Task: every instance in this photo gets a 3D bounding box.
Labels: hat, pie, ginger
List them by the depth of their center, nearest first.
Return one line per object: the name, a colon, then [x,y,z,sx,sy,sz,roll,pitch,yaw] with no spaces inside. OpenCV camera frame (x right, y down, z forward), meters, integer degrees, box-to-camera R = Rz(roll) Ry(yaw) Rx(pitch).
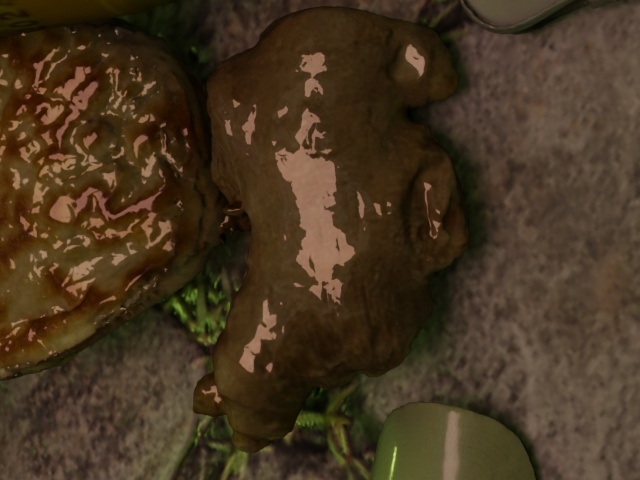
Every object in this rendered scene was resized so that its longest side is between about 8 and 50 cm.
hat: [0.057,0.159,0.864,0.122,0.081,0.166,5,86,33]
ginger: [0.004,-0.001,0.886,0.137,0.074,0.213,4,88,27]
pie: [-0.139,-0.026,0.981,0.205,0.084,0.179,-33,75,31]

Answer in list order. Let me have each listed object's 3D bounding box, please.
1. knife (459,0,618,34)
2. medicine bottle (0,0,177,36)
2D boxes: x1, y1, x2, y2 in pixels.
knife: [0.169,-0.149,0.783,0.265,0.040,0.073,-19,91,34]
medicine bottle: [-0.255,-0.193,0.896,0.384,0.224,0.224,-8,87,10]
